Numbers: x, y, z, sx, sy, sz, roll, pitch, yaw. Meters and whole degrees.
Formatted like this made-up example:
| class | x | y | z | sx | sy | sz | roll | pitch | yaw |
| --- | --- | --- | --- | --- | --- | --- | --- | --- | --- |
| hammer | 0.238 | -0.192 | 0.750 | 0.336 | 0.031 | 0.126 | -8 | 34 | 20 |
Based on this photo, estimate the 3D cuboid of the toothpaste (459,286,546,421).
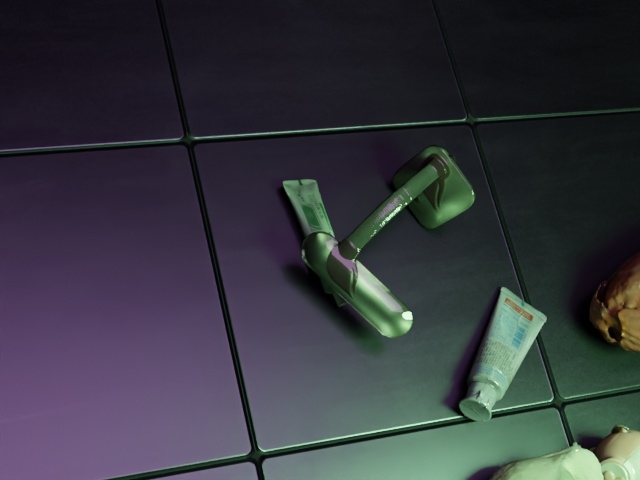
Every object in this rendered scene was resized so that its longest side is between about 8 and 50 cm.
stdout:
| class | x | y | z | sx | sy | sz | roll | pitch | yaw |
| --- | --- | --- | --- | --- | --- | --- | --- | --- | --- |
| toothpaste | 0.280 | 0.174 | 1.767 | 0.089 | 0.057 | 0.234 | 35 | 54 | -3 |

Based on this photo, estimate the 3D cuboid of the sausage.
| class | x | y | z | sx | sy | sz | roll | pitch | yaw |
| --- | --- | --- | --- | --- | --- | --- | --- | --- | --- |
| sausage | 0.559 | 0.077 | 1.851 | 0.280 | 0.152 | 0.152 | -31 | 80 | -30 |

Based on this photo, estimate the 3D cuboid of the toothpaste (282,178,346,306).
| class | x | y | z | sx | sy | sz | roll | pitch | yaw |
| --- | --- | --- | --- | --- | --- | --- | --- | --- | --- |
| toothpaste | 0.000 | 0.000 | 1.753 | 0.064 | 0.041 | 0.218 | -6 | 66 | -33 |

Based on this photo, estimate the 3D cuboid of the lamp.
| class | x | y | z | sx | sy | sz | roll | pitch | yaw |
| --- | --- | --- | --- | --- | --- | --- | --- | --- | --- |
| lamp | 0.137 | 0.000 | 1.734 | 0.283 | 0.124 | 0.203 | -39 | 93 | -38 |

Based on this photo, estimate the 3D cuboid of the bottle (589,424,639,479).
| class | x | y | z | sx | sy | sz | roll | pitch | yaw |
| --- | --- | --- | --- | --- | --- | --- | --- | --- | --- |
| bottle | 0.504 | 0.377 | 1.695 | 0.147 | 0.147 | 0.236 | -36 | 66 | -29 |

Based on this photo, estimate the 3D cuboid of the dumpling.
| class | x | y | z | sx | sy | sz | roll | pitch | yaw |
| --- | --- | --- | --- | --- | --- | --- | --- | --- | --- |
| dumpling | 0.308 | 0.401 | 1.644 | 0.216 | 0.126 | 0.166 | -41 | 111 | -38 |
